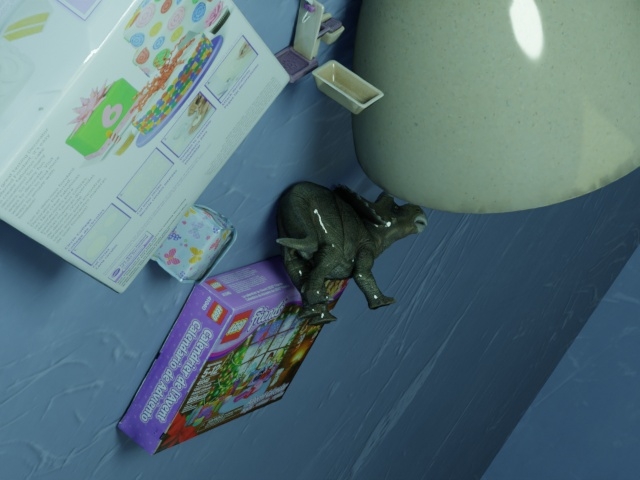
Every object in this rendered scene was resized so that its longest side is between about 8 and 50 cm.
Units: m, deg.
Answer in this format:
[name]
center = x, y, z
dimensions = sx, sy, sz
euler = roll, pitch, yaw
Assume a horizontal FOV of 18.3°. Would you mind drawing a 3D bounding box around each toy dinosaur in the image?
[toy dinosaur]
center = 0.000, 0.000, 2.145
dimensions = 0.121, 0.160, 0.313
euler = -20, 165, 30

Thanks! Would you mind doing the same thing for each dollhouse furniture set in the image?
[dollhouse furniture set]
center = 0.024, -0.183, 1.851
dimensions = 0.091, 0.114, 0.081
euler = -35, 151, -39

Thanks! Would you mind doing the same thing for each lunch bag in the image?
[lunch bag]
center = -0.120, 0.004, 1.946
dimensions = 0.071, 0.053, 0.083
euler = -53, 171, 4

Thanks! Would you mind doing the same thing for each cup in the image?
[cup]
center = 0.172, -0.216, 1.907
dimensions = 0.331, 0.331, 0.237
euler = -41, 133, -33

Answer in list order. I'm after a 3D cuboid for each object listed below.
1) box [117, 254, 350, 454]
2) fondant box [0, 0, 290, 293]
[box]
center = -0.088, 0.116, 2.225
dimensions = 0.293, 0.057, 0.201
euler = -17, 140, -61
[fondant box]
center = -0.165, -0.106, 1.552
dimensions = 0.238, 0.096, 0.330
euler = -52, 163, -3
